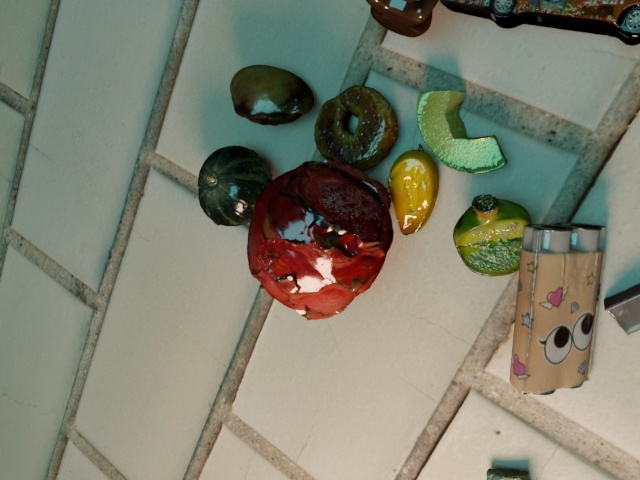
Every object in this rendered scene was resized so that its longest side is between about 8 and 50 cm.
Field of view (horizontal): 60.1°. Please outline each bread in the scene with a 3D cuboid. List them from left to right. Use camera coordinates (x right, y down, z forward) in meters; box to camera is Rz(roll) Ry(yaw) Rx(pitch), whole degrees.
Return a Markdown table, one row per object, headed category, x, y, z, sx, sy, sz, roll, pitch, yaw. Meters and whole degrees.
| category | x | y | z | sx | sy | sz | roll | pitch | yaw |
| --- | --- | --- | --- | --- | --- | --- | --- | --- | --- |
| bread | 0.074 | -0.233 | 1.170 | 0.193 | 0.064 | 0.193 | 1 | 91 | 31 |

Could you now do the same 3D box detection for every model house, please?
| category | x | y | z | sx | sy | sz | roll | pitch | yaw |
| --- | --- | --- | --- | --- | --- | --- | --- | --- | --- |
| model house | 0.374 | 0.500 | 1.099 | 0.083 | 0.066 | 0.078 | -7 | 92 | 31 |

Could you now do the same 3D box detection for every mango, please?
| category | x | y | z | sx | sy | sz | roll | pitch | yaw |
| --- | --- | --- | --- | --- | --- | --- | --- | --- | --- |
| mango | 0.189 | -0.101 | 1.122 | 0.101 | 0.066 | 0.187 | 4 | 104 | 20 |

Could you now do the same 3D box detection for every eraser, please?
| category | x | y | z | sx | sy | sz | roll | pitch | yaw |
| --- | --- | --- | --- | --- | --- | --- | --- | --- | --- |
| eraser | 0.414 | 0.117 | 0.980 | 0.087 | 0.171 | 0.290 | 18 | 108 | 61 |

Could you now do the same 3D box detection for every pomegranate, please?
| category | x | y | z | sx | sy | sz | roll | pitch | yaw |
| --- | --- | --- | --- | --- | --- | --- | --- | --- | --- |
| pomegranate | 0.314 | -0.024 | 1.024 | 0.143 | 0.122 | 0.169 | -18 | 116 | 21 |

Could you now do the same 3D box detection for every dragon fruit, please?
| category | x | y | z | sx | sy | sz | roll | pitch | yaw |
| --- | --- | --- | --- | --- | --- | --- | --- | --- | --- |
| dragon fruit | 0.000 | 0.000 | 1.107 | 0.296 | 0.295 | 0.301 | 27 | 129 | 23 |

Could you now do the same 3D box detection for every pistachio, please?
| category | x | y | z | sx | sy | sz | roll | pitch | yaw |
| --- | --- | --- | --- | --- | --- | --- | --- | --- | --- |
| pistachio | -0.109 | -0.317 | 1.228 | 0.210 | 0.130 | 0.165 | 22 | 67 | 25 |

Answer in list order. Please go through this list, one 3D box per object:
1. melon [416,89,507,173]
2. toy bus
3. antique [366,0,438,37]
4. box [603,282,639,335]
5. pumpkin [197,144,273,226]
| category | x | y | z | sx | sy | sz | roll | pitch | yaw |
| --- | --- | --- | --- | --- | --- | --- | --- | --- | --- |
| melon | 0.265 | -0.208 | 1.067 | 0.118 | 0.064 | 0.209 | -31 | 79 | 30 |
| toy bus | 0.412 | -0.404 | 0.940 | 0.409 | 0.093 | 0.092 | 20 | 103 | 24 |
| antique | 0.163 | -0.455 | 0.986 | 0.121 | 0.257 | 0.143 | 27 | 106 | 4 |
| box | 0.547 | 0.117 | 0.958 | 0.085 | 0.060 | 0.063 | -34 | 88 | 28 |
| pumpkin | -0.199 | -0.127 | 1.285 | 0.190 | 0.146 | 0.190 | 4 | 99 | 31 |
